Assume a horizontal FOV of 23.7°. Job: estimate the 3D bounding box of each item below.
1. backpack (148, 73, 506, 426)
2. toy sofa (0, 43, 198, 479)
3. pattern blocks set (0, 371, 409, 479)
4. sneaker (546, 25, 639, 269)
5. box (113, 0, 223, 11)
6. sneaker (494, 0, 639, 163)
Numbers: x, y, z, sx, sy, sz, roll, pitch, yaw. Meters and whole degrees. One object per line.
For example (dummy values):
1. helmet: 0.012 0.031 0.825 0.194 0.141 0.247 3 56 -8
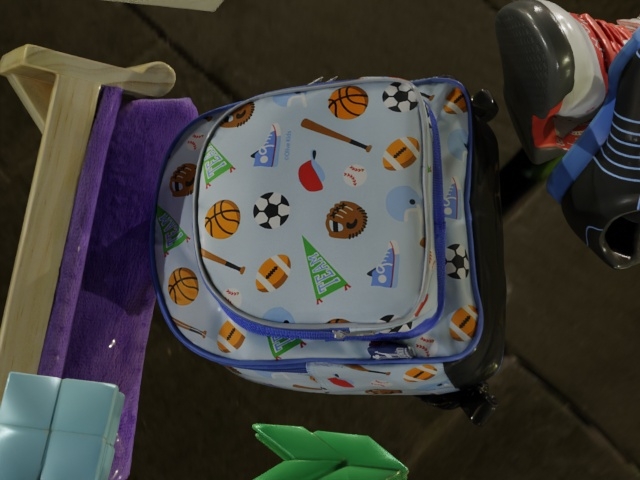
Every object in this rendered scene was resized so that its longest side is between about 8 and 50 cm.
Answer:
1. backpack: 0.000 0.000 1.179 0.263 0.213 0.277 -7 68 20
2. toy sofa: -0.194 0.034 1.213 0.177 0.150 0.363 12 89 -18
3. pattern blocks set: -0.069 0.211 0.537 0.285 0.026 0.325 15 70 13
4. sneaker: 0.244 -0.074 1.098 0.081 0.232 0.090 -17 60 -28
5. box: -0.221 -0.332 1.542 0.311 0.121 0.148 -3 61 -43
6. sneaker: 0.215 -0.142 1.151 0.145 0.270 0.090 -24 76 2
